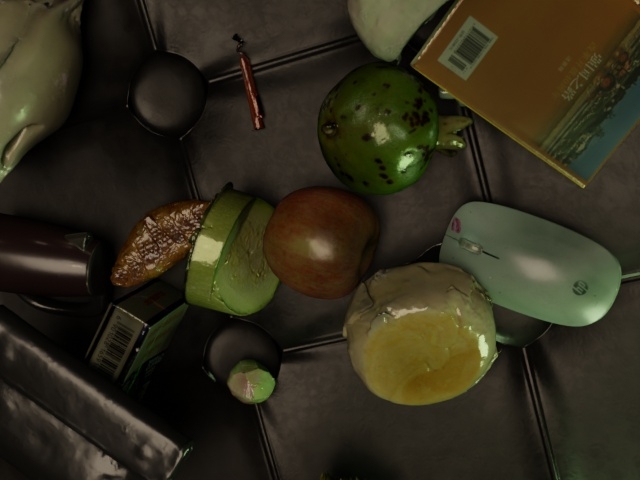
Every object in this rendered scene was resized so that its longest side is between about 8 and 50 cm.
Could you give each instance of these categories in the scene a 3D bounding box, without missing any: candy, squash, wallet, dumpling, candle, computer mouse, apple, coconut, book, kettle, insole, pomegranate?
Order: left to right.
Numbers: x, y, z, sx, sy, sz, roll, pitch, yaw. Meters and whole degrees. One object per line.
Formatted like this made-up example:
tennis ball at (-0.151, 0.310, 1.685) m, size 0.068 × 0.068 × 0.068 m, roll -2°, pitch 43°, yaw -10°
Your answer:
dumpling at (-0.571, -0.310, 1.366) m, size 0.316 × 0.233 × 0.394 m, roll 24°, pitch 89°, yaw 10°
kettle at (-0.500, 0.056, 1.457) m, size 0.232 × 0.144 × 0.202 m, roll 10°, pitch 121°, yaw 7°
wallet at (-0.424, 0.306, 1.310) m, size 0.406 × 0.062 × 0.228 m, roll 33°, pitch 104°, yaw 5°
squash at (-0.144, 0.020, 1.331) m, size 0.133 × 0.220 × 0.220 m, roll 20°, pitch 103°, yaw 12°
candle at (-0.123, -0.275, 1.378) m, size 0.026 × 0.021 × 0.167 m, roll -8°, pitch 99°, yaw 33°
coconut at (-0.127, 0.255, 1.440) m, size 0.083 × 0.081 × 0.082 m, roll -14°, pitch 85°, yaw -21°
apple at (0.000, 0.000, 1.314) m, size 0.174 × 0.188 × 0.188 m, roll 21°, pitch 103°, yaw 13°
pomegranate at (0.114, -0.175, 1.272) m, size 0.263 × 0.211 × 0.210 m, roll 0°, pitch 102°, yaw -30°
insole at (0.177, 0.050, 1.378) m, size 0.189 × 0.004 × 0.064 m, roll -22°, pitch 94°, yaw 14°
candy at (0.175, -0.471, 1.101) m, size 0.186 × 0.386 × 0.426 m, roll 33°, pitch 70°, yaw -2°
computer mouse at (0.340, 0.042, 1.295) m, size 0.289 × 0.097 × 0.159 m, roll 20°, pitch 105°, yaw 6°
book at (0.352, -0.271, 1.191) m, size 0.374 × 0.028 × 0.262 m, roll 29°, pitch 105°, yaw -24°

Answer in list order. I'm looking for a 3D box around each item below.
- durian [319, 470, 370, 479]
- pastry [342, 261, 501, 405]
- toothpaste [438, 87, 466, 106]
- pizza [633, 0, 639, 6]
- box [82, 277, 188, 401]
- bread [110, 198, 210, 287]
durian at (0.067, 0.573, 1.390) m, size 0.163 × 0.198 × 0.394 m, roll 0°, pitch 101°, yaw 10°
pastry at (0.164, 0.151, 1.297) m, size 0.265 × 0.133 × 0.264 m, roll 2°, pitch 128°, yaw 2°
toothpaste at (0.325, -0.242, 1.278) m, size 0.269 × 0.047 × 0.069 m, roll 0°, pitch 81°, yaw 9°
pizza at (0.443, -0.393, 1.228) m, size 0.175 × 0.046 × 0.134 m, roll 25°, pitch 102°, yaw 7°
box at (-0.359, 0.231, 1.419) m, size 0.084 × 0.198 × 0.310 m, roll 30°, pitch 104°, yaw 5°
bread at (-0.285, -0.003, 1.429) m, size 0.233 × 0.076 × 0.105 m, roll -39°, pitch 102°, yaw 8°
